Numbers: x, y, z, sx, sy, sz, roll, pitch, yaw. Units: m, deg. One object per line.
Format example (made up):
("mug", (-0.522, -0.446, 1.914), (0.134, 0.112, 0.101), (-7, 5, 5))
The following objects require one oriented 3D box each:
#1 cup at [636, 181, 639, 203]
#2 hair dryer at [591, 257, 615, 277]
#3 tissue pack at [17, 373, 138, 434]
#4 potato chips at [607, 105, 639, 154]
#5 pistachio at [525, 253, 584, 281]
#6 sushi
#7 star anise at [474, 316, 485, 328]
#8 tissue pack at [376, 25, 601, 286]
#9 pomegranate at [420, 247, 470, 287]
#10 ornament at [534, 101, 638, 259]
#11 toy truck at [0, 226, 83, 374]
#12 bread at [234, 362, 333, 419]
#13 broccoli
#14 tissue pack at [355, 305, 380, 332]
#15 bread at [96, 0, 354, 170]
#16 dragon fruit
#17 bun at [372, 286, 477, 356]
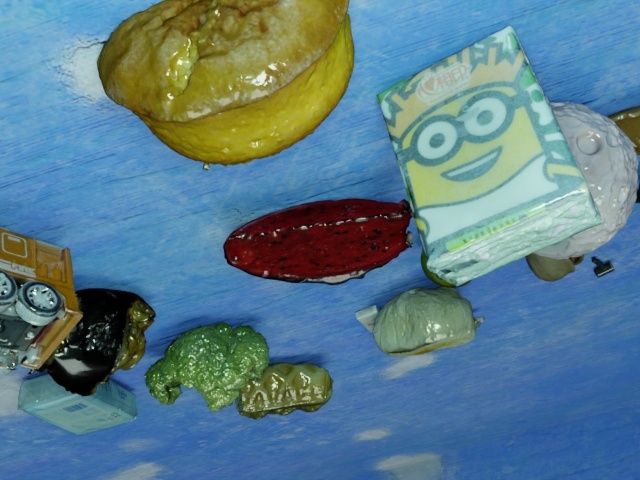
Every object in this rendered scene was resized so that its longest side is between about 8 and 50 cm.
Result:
("cup", (0.718, -0.097, 1.444), (0.177, 0.169, 0.223), (-8, -176, -23))
("hair dryer", (0.681, 0.062, 1.794), (0.047, 0.026, 0.083), (-34, 140, 29))
("tissue pack", (-0.581, 0.389, 1.785), (0.177, 0.089, 0.263), (-16, 151, 8))
("potato chips", (0.566, -0.202, 1.294), (0.202, 0.049, 0.150), (-9, 153, -10))
("pistachio", (0.483, 0.006, 1.547), (0.129, 0.131, 0.206), (-58, 143, -13))
("sushi", (-0.441, 0.195, 1.438), (0.204, 0.213, 0.200), (31, 152, -33))
("star anise", (0.368, 0.224, 1.905), (0.129, 0.056, 0.124), (-28, 145, 24))
("tissue pack", (0.226, -0.120, 1.041), (0.228, 0.310, 0.128), (-25, 147, 20))
("pomegranate", (0.269, 0.034, 1.499), (0.130, 0.130, 0.130), (-10, 149, -6))
("ornament", (0.387, -0.103, 1.201), (0.259, 0.225, 0.259), (28, 163, 10))
("toy truck", (-0.581, 0.053, 1.123), (0.388, 0.206, 0.173), (23, 124, -37))
("bread", (-0.096, 0.389, 1.932), (0.268, 0.129, 0.152), (-3, 139, -16))
("broccoli", (-0.266, 0.319, 1.693), (0.254, 0.186, 0.302), (-4, 143, -33))
("tissue pack", (0.129, 0.193, 1.796), (0.056, 0.023, 0.108), (-22, 147, 15))
("bread", (-0.105, -0.198, 0.917), (0.340, 0.178, 0.194), (-16, 150, 6))
("dragon fruit", (0.000, 0.000, 1.356), (0.344, 0.100, 0.282), (-9, 151, -1))
("bun", (0.244, 0.184, 1.708), (0.244, 0.153, 0.244), (-14, 169, -3))
